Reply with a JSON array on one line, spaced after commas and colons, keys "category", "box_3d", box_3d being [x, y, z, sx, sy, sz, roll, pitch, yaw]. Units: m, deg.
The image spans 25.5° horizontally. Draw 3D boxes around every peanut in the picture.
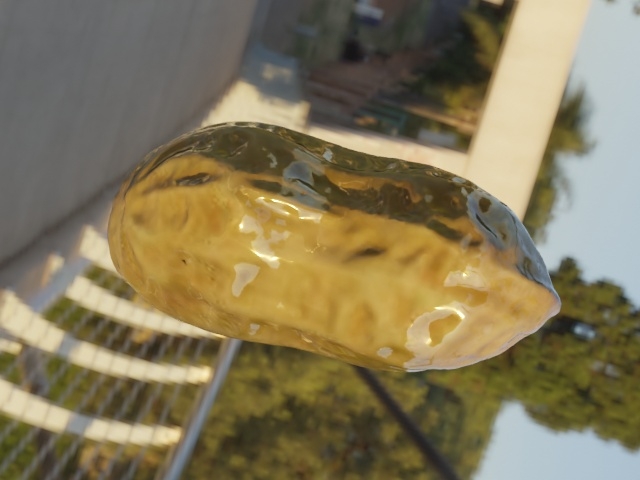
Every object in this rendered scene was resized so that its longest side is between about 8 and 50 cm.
[{"category": "peanut", "box_3d": [0.000, 0.000, 0.553, 0.083, 0.194, 0.093, -54, 140, -40]}]
